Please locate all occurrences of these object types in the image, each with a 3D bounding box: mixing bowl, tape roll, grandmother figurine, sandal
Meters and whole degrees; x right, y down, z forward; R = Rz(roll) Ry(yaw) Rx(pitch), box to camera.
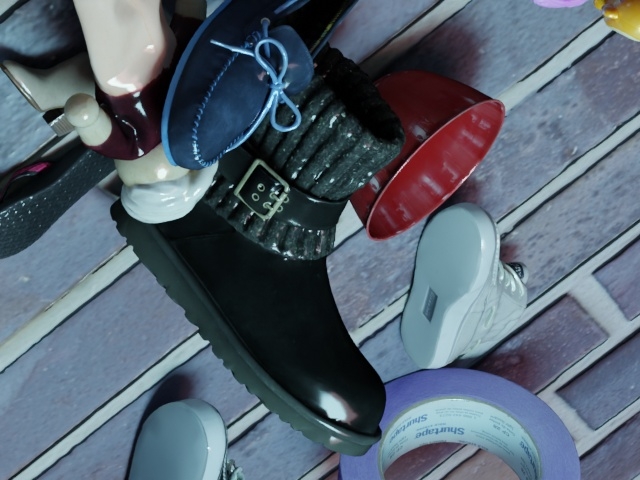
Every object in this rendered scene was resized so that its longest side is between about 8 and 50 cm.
[{"bbox_3d":[0.079,-0.097,1.864,0.181,0.098,0.181,-40,162,-16],"label":"mixing bowl"},{"bbox_3d":[0.156,0.279,2.228,0.275,0.275,0.090,-19,141,-19],"label":"tape roll"},{"bbox_3d":[-0.154,-0.152,1.615,0.208,0.104,0.342,-45,144,-32],"label":"grandmother figurine"},{"bbox_3d":[-0.252,-0.045,1.756,0.179,0.040,0.067,-39,152,-16],"label":"sandal"}]

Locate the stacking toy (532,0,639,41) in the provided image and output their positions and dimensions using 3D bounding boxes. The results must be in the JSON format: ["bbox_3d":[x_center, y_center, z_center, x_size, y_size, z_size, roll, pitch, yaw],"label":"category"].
[{"bbox_3d":[0.199,-0.260,1.613,0.175,0.302,0.165,-3,134,-36],"label":"stacking toy"}]

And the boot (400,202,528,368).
[{"bbox_3d":[0.174,0.036,2.132,0.123,0.095,0.258,-20,151,-27],"label":"boot"}]

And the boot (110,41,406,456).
[{"bbox_3d":[-0.002,0.000,1.761,0.260,0.348,0.131,-43,178,17],"label":"boot"}]

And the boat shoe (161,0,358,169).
[{"bbox_3d":[-0.045,-0.161,1.622,0.258,0.089,0.109,-61,153,-29],"label":"boat shoe"}]

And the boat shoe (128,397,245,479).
[{"bbox_3d":[-0.139,0.268,2.136,0.105,0.113,0.306,-16,144,-32],"label":"boat shoe"}]

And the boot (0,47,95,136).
[{"bbox_3d":[-0.214,-0.142,1.669,0.087,0.042,0.118,-39,145,-2],"label":"boot"}]
